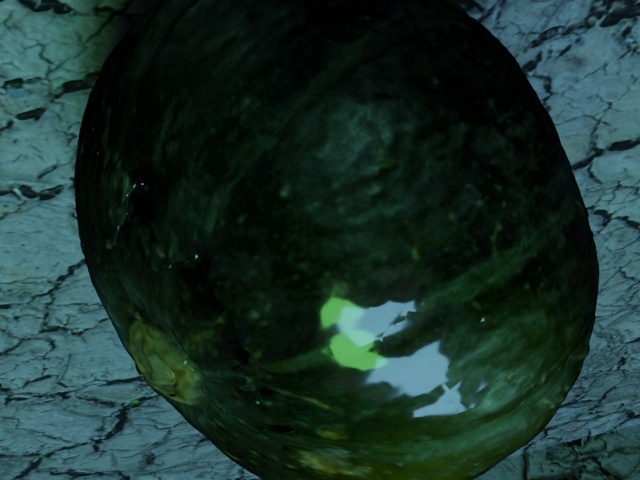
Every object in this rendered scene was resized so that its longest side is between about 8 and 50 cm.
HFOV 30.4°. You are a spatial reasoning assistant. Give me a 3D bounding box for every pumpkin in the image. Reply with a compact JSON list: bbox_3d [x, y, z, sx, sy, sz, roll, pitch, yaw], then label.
[{"bbox_3d":[0.000,0.000,0.917,0.344,0.454,0.454,-30,156,-19],"label":"pumpkin"}]
